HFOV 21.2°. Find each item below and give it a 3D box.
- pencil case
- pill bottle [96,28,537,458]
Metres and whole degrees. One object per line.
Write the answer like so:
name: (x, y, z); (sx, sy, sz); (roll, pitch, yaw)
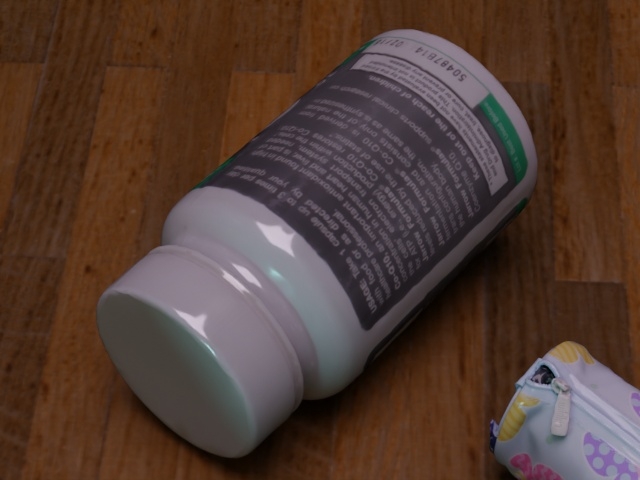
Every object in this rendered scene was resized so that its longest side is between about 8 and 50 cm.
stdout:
pencil case: (0.264, 0.188, 1.308); (0.273, 0.124, 0.113); (35, 58, 25)
pill bottle: (0.000, 0.000, 1.418); (0.204, 0.204, 0.361); (32, 56, 25)
